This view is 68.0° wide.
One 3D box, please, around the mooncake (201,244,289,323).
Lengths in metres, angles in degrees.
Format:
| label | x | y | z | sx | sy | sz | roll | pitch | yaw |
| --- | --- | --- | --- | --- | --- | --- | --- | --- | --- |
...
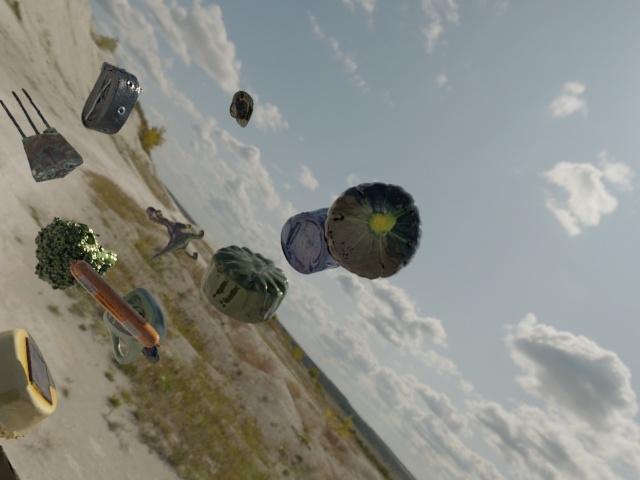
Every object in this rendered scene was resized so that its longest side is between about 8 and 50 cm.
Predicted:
| label | x | y | z | sx | sy | sz | roll | pitch | yaw |
| --- | --- | --- | --- | --- | --- | --- | --- | --- | --- |
| mooncake | -0.312 | 0.172 | 2.006 | 0.356 | 0.194 | 0.356 | 27 | 23 | -12 |

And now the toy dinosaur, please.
| label | x | y | z | sx | sy | sz | roll | pitch | yaw |
| --- | --- | --- | --- | --- | --- | --- | --- | --- | --- |
| toy dinosaur | -0.452 | 0.002 | 1.462 | 0.200 | 0.072 | 0.251 | 26 | 37 | -42 |

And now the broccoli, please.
| label | x | y | z | sx | sy | sz | roll | pitch | yaw |
| --- | --- | --- | --- | --- | --- | --- | --- | --- | --- |
| broccoli | -0.822 | 0.061 | 1.603 | 0.245 | 0.248 | 0.288 | 41 | 27 | -60 |

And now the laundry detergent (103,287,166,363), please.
| label | x | y | z | sx | sy | sz | roll | pitch | yaw |
| --- | --- | --- | --- | --- | --- | --- | --- | --- | --- |
| laundry detergent | -0.649 | 0.326 | 1.684 | 0.280 | 0.215 | 0.105 | 55 | 2 | 30 |

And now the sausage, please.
| label | x | y | z | sx | sy | sz | roll | pitch | yaw |
| --- | --- | --- | --- | --- | --- | --- | --- | --- | --- |
| sausage | -0.573 | 0.184 | 1.333 | 0.347 | 0.053 | 0.053 | 53 | -11 | -20 |

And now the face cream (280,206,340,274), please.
| label | x | y | z | sx | sy | sz | roll | pitch | yaw |
| --- | --- | --- | --- | --- | --- | --- | --- | --- | --- |
| face cream | 0.000 | 0.000 | 1.864 | 0.249 | 0.225 | 0.248 | 11 | -72 | 38 |

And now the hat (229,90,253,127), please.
| label | x | y | z | sx | sy | sz | roll | pitch | yaw |
| --- | --- | --- | --- | --- | --- | --- | --- | --- | --- |
| hat | -0.272 | -0.436 | 1.576 | 0.121 | 0.050 | 0.121 | 12 | -72 | 40 |

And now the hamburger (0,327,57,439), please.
| label | x | y | z | sx | sy | sz | roll | pitch | yaw |
| --- | --- | --- | --- | --- | --- | --- | --- | --- | --- |
| hamburger | -0.829 | 0.374 | 1.249 | 0.302 | 0.170 | 0.302 | 52 | -25 | 36 |

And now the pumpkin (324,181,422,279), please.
| label | x | y | z | sx | sy | sz | roll | pitch | yaw |
| --- | --- | --- | --- | --- | --- | --- | --- | --- | --- |
| pumpkin | 0.153 | -0.023 | 1.430 | 0.296 | 0.296 | 0.296 | 48 | -10 | 11 |

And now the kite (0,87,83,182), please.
| label | x | y | z | sx | sy | sz | roll | pitch | yaw |
| --- | --- | --- | --- | --- | --- | --- | --- | --- | --- |
| kite | -0.709 | -0.259 | 1.187 | 0.016 | 0.127 | 0.229 | 11 | -47 | 51 |

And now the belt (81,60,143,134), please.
| label | x | y | z | sx | sy | sz | roll | pitch | yaw |
| --- | --- | --- | --- | --- | --- | --- | --- | --- | --- |
| belt | -0.661 | -0.440 | 1.524 | 0.122 | 0.218 | 0.128 | 39 | 11 | 23 |

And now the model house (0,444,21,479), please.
| label | x | y | z | sx | sy | sz | roll | pitch | yaw |
| --- | --- | --- | --- | --- | --- | --- | --- | --- | --- |
| model house | -0.621 | 0.535 | 0.812 | 0.211 | 0.243 | 0.204 | 20 | -52 | 42 |
